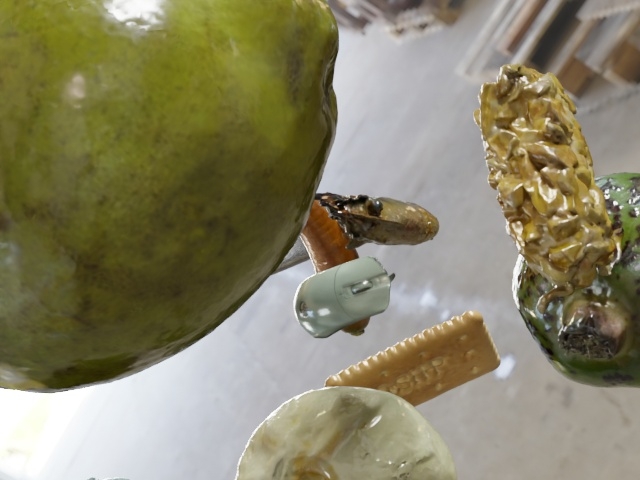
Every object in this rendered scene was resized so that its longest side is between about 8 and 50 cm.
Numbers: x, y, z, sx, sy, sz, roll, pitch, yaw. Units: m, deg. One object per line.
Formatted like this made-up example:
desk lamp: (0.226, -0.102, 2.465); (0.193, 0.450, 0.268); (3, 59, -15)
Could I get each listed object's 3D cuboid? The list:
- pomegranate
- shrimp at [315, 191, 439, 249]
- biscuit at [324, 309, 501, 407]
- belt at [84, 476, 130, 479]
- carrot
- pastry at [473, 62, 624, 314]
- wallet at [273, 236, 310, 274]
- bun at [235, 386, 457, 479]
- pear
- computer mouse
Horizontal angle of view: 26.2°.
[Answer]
pomegranate: (0.333, 0.054, 1.534); (0.270, 0.254, 0.254); (-43, -2, -46)
shrimp: (0.041, -0.021, 1.543); (0.117, 0.262, 0.066); (6, 88, 36)
biscuit: (0.138, 0.196, 2.003); (0.249, 0.160, 0.030); (-25, 51, 2)
belt: (-0.188, 0.300, 1.215); (0.151, 0.078, 0.198); (-25, 44, 6)
carrot: (0.000, -0.001, 1.619); (0.066, 0.271, 0.062); (-10, 28, 26)
pastry: (0.232, -0.053, 1.395); (0.102, 0.154, 0.250); (-22, 68, 17)
wallet: (-0.080, -0.038, 2.068); (0.049, 0.182, 0.229); (-38, 10, -30)
bun: (0.028, 0.318, 1.681); (0.287, 0.287, 0.146); (-55, 1, 14)
pear: (-0.177, -0.071, 1.026); (0.413, 0.352, 0.352); (-40, 15, 7)
computer mouse: (0.016, 0.049, 1.184); (0.110, 0.056, 0.032); (-24, -13, 33)
